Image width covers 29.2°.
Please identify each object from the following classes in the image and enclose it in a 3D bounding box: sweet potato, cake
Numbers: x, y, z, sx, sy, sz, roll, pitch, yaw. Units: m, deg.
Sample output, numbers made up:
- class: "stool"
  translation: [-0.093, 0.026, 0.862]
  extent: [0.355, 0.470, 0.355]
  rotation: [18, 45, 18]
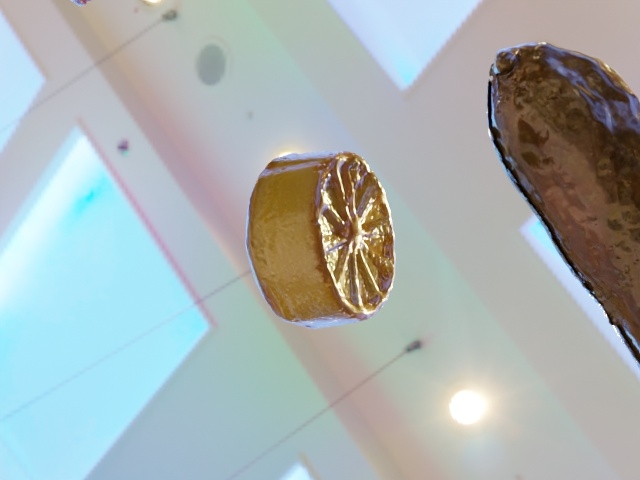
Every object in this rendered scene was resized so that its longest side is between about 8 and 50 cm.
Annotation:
- class: "sweet potato"
  translation: [0.166, 0.019, 0.624]
  extent: [0.075, 0.075, 0.273]
  rotation: [-28, -89, 36]
- class: "cake"
  translation: [0.000, 0.000, 0.558]
  extent: [0.044, 0.084, 0.084]
  rotation: [-5, -91, 30]

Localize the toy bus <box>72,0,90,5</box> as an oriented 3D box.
- class: "toy bus"
  translation: [-0.116, -0.232, 0.547]
  extent: [0.090, 0.112, 0.274]
  rotation: [-19, -121, 9]
